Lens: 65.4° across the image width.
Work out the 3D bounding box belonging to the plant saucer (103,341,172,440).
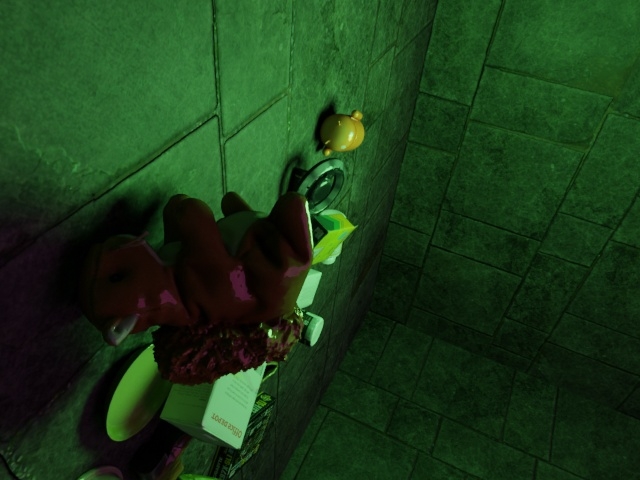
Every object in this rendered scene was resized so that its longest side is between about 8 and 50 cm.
[{"bbox_3d":[-0.408,0.329,1.128,0.241,0.037,0.240,20,90,-74],"label":"plant saucer"}]

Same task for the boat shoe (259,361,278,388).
[{"bbox_3d":[-0.243,0.459,1.714,0.307,0.105,0.110,-29,139,-65],"label":"boat shoe"}]

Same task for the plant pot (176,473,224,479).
[{"bbox_3d":[-0.371,0.922,1.515,0.366,0.367,0.352,71,30,-66],"label":"plant pot"}]

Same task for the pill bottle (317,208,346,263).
[{"bbox_3d":[0.034,-0.011,2.029,0.117,0.117,0.214,-50,155,-50],"label":"pill bottle"}]

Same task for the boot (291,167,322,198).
[{"bbox_3d":[-0.050,-0.162,1.671,0.198,0.077,0.136,6,109,-60],"label":"boot"}]

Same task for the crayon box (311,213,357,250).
[{"bbox_3d":[0.000,0.000,1.828,0.202,0.081,0.319,-47,167,19],"label":"crayon box"}]

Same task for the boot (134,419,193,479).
[{"bbox_3d":[-0.397,0.597,1.400,0.280,0.096,0.264,97,17,-45],"label":"boot"}]

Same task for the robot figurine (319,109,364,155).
[{"bbox_3d":[0.073,-0.365,1.701,0.219,0.158,0.128,-28,107,-67],"label":"robot figurine"}]

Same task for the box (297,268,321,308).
[{"bbox_3d":[-0.118,0.131,1.581,0.182,0.181,0.118,-2,111,-73],"label":"box"}]

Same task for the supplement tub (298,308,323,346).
[{"bbox_3d":[-0.096,0.309,1.861,0.117,0.191,0.117,-58,162,-33],"label":"supplement tub"}]

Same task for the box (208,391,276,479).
[{"bbox_3d":[-0.300,0.770,1.971,0.257,0.079,0.322,-69,164,6],"label":"box"}]

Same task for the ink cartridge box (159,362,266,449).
[{"bbox_3d":[-0.258,0.355,1.304,0.226,0.131,0.306,64,36,-50],"label":"ink cartridge box"}]

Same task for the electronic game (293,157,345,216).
[{"bbox_3d":[-0.005,-0.167,1.608,0.229,0.048,0.229,-37,153,-23],"label":"electronic game"}]

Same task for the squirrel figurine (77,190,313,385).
[{"bbox_3d":[-0.225,0.113,0.913,0.371,0.281,0.396,-22,114,-34],"label":"squirrel figurine"}]

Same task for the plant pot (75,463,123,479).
[{"bbox_3d":[-0.424,0.707,1.053,0.333,0.306,0.333,-58,160,-35],"label":"plant pot"}]
